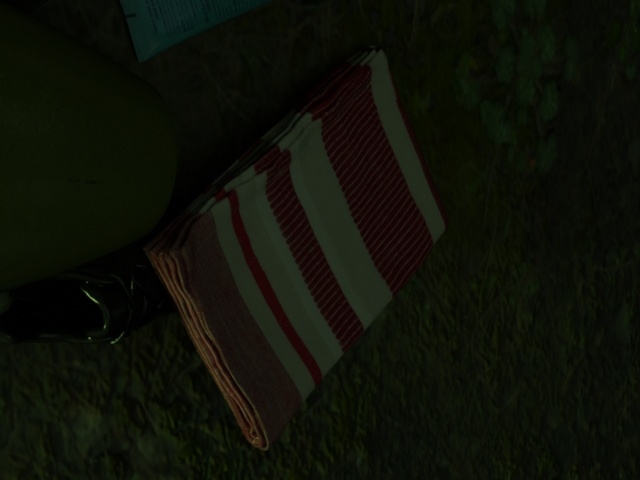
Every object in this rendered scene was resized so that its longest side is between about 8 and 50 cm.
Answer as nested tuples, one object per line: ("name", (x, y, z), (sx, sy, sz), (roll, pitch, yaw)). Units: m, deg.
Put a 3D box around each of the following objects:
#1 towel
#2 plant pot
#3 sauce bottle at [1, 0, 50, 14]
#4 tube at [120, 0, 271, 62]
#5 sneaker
("towel", (0.000, 0.000, 1.100), (0.329, 0.037, 0.237), (-47, 128, -32))
("plant pot", (-0.261, -0.066, 0.872), (0.293, 0.274, 0.275), (2, 107, -44))
("sauce bottle", (-0.300, -0.309, 0.829), (0.111, 0.111, 0.344), (-45, 125, -8))
("tube", (-0.074, -0.227, 1.033), (0.207, 0.052, 0.080), (-24, 114, -15))
("sneaker", (-0.170, 0.040, 1.023), (0.286, 0.130, 0.109), (-15, 113, -27))
